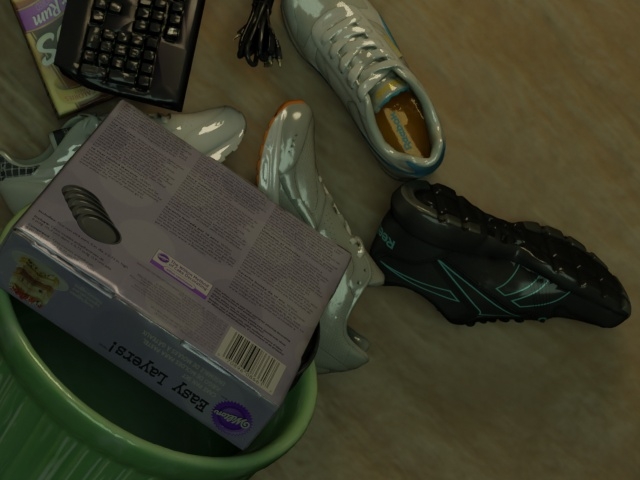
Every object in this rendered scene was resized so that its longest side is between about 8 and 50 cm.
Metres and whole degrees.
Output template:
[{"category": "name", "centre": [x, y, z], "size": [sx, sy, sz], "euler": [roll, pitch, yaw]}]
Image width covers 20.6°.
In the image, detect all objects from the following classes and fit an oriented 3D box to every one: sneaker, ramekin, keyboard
[{"category": "sneaker", "centre": [-0.182, -0.082, 1.621], "size": [0.235, 0.090, 0.094], "euler": [-24, 98, -9]}, {"category": "ramekin", "centre": [-0.168, 0.114, 1.509], "size": [0.303, 0.303, 0.148], "euler": [33, 123, -7]}, {"category": "sneaker", "centre": [0.047, -0.161, 1.660], "size": [0.087, 0.092, 0.228], "euler": [-36, 93, -6]}, {"category": "sneaker", "centre": [0.000, 0.000, 1.642], "size": [0.121, 0.099, 0.262], "euler": [0, 97, 3]}, {"category": "keyboard", "centre": [-0.117, -0.263, 1.613], "size": [0.202, 0.033, 0.317], "euler": [14, 68, -12]}, {"category": "sneaker", "centre": [0.170, 0.032, 1.689], "size": [0.267, 0.101, 0.106], "euler": [23, 115, -14]}]

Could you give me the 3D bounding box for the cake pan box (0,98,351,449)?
[{"category": "cake pan box", "centre": [-0.113, 0.023, 1.475], "size": [0.267, 0.245, 0.070], "euler": [34, 125, -6]}]

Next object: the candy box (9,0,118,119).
[{"category": "candy box", "centre": [-0.228, -0.218, 1.638], "size": [0.109, 0.053, 0.186], "euler": [-23, 94, -9]}]
